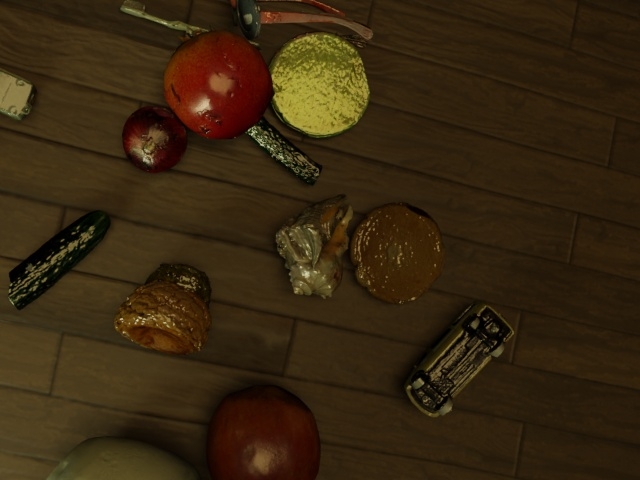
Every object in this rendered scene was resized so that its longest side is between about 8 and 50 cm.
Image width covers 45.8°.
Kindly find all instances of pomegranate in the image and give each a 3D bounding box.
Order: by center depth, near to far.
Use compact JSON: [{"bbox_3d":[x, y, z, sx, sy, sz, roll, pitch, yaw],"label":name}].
[{"bbox_3d":[-0.203,-0.309,1.471,0.210,0.210,0.235,-19,63,-13],"label":"pomegranate"}]

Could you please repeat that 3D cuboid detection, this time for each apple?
[{"bbox_3d":[-0.111,0.390,1.451,0.229,0.230,0.230,1,87,-12],"label":"apple"}]

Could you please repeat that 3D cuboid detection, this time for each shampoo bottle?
[{"bbox_3d":[-0.348,0.518,1.331,0.317,0.322,0.323,30,81,-1],"label":"shampoo bottle"}]

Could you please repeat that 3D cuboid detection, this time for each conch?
[{"bbox_3d":[0.000,0.000,1.516,0.162,0.178,0.245,34,58,0],"label":"conch"}]

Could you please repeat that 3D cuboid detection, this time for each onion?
[{"bbox_3d":[-0.323,-0.195,1.476,0.131,0.131,0.131,1,87,-12],"label":"onion"}]

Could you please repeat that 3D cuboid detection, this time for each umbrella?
[{"bbox_3d":[0.071,-0.431,1.624,0.083,0.020,0.032,3,126,-12],"label":"umbrella"}]

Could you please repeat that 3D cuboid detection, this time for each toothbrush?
[{"bbox_3d":[-0.263,-0.435,1.546,0.294,0.026,0.028,17,83,-12],"label":"toothbrush"}]

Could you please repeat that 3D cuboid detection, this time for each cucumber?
[{"bbox_3d":[-0.499,0.030,1.449,0.241,0.074,0.074,-43,96,-14],"label":"cucumber"},{"bbox_3d":[-0.077,-0.185,1.561,0.187,0.058,0.058,40,80,-7],"label":"cucumber"}]

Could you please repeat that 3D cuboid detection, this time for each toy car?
[{"bbox_3d":[0.281,0.245,1.587,0.101,0.124,0.257,44,89,-7],"label":"toy car"}]

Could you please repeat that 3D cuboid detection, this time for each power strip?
[{"bbox_3d":[-0.671,-0.312,1.437,0.272,0.052,0.078,23,83,-9],"label":"power strip"}]

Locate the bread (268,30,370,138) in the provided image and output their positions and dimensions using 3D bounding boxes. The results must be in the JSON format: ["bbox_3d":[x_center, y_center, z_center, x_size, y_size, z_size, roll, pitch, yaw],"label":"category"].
[{"bbox_3d":[-0.004,-0.325,1.594,0.228,0.033,0.229,1,86,-11],"label":"bread"}]

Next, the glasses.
[{"bbox_3d":[-0.049,-0.472,1.504,0.268,0.234,0.118,-6,117,-17],"label":"glasses"}]

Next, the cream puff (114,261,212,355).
[{"bbox_3d":[-0.288,0.115,1.459,0.183,0.183,0.169,20,62,-11],"label":"cream puff"}]

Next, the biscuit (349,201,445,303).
[{"bbox_3d":[0.162,0.027,1.595,0.225,0.042,0.226,-1,93,-23],"label":"biscuit"}]
